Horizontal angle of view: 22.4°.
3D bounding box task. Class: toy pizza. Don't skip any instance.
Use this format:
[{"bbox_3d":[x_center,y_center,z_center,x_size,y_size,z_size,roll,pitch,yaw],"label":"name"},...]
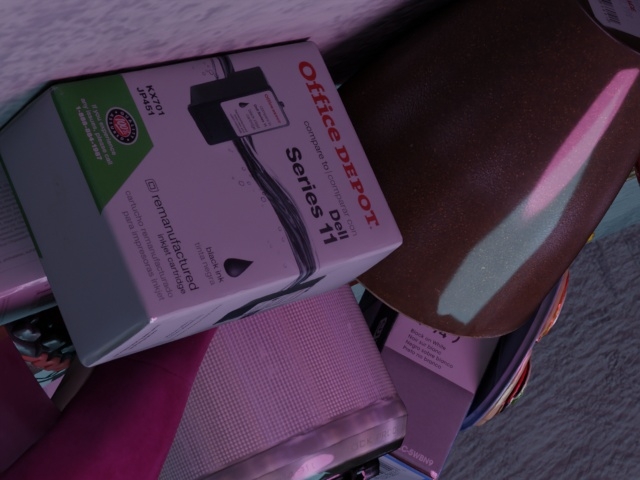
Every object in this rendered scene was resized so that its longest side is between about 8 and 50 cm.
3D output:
[{"bbox_3d":[0.181,0.090,1.486,0.201,0.032,0.201,-60,-175,9],"label":"toy pizza"}]

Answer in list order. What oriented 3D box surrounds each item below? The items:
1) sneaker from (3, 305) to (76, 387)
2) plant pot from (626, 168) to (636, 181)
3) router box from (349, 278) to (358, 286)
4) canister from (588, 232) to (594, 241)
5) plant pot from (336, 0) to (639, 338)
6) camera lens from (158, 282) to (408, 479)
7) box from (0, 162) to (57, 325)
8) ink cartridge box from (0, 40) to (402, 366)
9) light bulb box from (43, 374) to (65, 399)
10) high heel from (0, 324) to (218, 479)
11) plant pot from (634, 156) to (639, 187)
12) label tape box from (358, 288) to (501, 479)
[{"bbox_3d":[-0.261,0.082,1.358,0.135,0.097,0.276,-26,173,5],"label":"sneaker"},{"bbox_3d":[0.433,-0.111,2.245,0.236,0.032,0.236,-23,171,-4],"label":"plant pot"},{"bbox_3d":[0.125,-0.058,1.565,0.335,0.082,0.301,-24,172,11],"label":"router box"},{"bbox_3d":[0.143,-0.057,1.313,0.073,0.170,0.126,-19,171,-29],"label":"canister"},{"bbox_3d":[0.131,-0.085,1.086,0.215,0.215,0.230,-14,154,-46],"label":"plant pot"},{"bbox_3d":[-0.073,0.087,1.272,0.219,0.274,0.219,-24,171,-4],"label":"camera lens"},{"bbox_3d":[-0.208,0.003,1.032,0.102,0.087,0.101,-20,172,-19],"label":"box"},{"bbox_3d":[-0.070,-0.028,0.988,0.208,0.153,0.087,-17,169,-41],"label":"ink cartridge box"},{"bbox_3d":[-0.326,0.236,1.732,0.361,0.225,0.358,-29,169,32],"label":"light bulb box"},{"bbox_3d":[-0.087,0.097,1.061,0.377,0.181,0.127,-30,175,-34],"label":"high heel"},{"bbox_3d":[0.387,-0.116,1.579,0.191,0.174,0.191,-23,172,-3],"label":"plant pot"},{"bbox_3d":[0.102,0.076,1.556,0.334,0.106,0.240,-63,-174,-20],"label":"label tape box"}]
